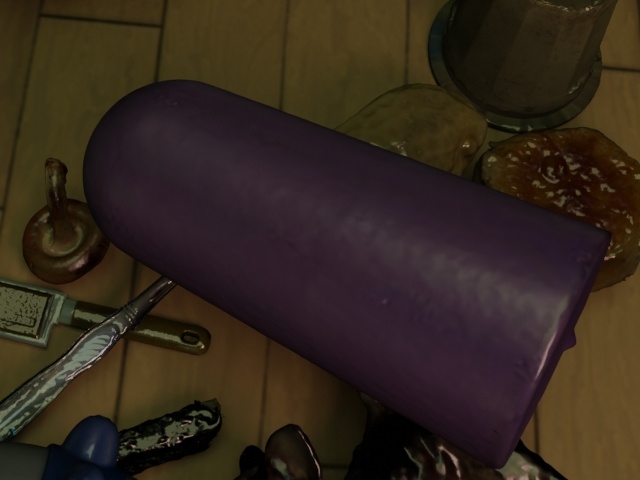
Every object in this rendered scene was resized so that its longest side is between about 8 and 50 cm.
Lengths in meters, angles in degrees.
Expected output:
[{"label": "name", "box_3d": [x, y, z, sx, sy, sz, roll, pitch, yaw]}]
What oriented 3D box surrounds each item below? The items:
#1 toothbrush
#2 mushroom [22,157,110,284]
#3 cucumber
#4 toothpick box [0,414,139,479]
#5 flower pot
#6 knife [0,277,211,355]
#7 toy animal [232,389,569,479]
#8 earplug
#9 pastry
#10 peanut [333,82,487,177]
[{"label": "toothbrush", "box_3d": [-0.230, 0.111, 1.110, 0.413, 0.042, 0.035, -41, 83, -12]}, {"label": "mushroom", "box_3d": [-0.261, -0.022, 1.159, 0.088, 0.073, 0.129, 2, 100, 10]}, {"label": "cucumber", "box_3d": [-0.178, 0.202, 1.088, 0.182, 0.053, 0.053, -21, 70, -13]}, {"label": "toothpick box", "box_3d": [-0.240, 0.316, 0.912, 0.263, 0.263, 0.354, 16, 67, 1]}, {"label": "flower pot", "box_3d": [0.245, -0.260, 1.256, 0.212, 0.202, 0.212, 4, 64, -8]}, {"label": "knife", "box_3d": [-0.282, 0.077, 1.144, 0.343, 0.027, 0.061, 14, 70, 0]}, {"label": "toy animal", "box_3d": [0.029, 0.235, 1.025, 0.344, 0.194, 0.302, -23, 76, -18]}, {"label": "earplug", "box_3d": [0.000, 0.000, 0.966, 0.456, 0.215, 0.215, 25, 66, 15]}, {"label": "pastry", "box_3d": [0.257, -0.031, 1.210, 0.193, 0.093, 0.182, -5, 64, -6]}, {"label": "peanut", "box_3d": [0.043, -0.062, 1.178, 0.313, 0.152, 0.152, -39, 76, -19]}]
